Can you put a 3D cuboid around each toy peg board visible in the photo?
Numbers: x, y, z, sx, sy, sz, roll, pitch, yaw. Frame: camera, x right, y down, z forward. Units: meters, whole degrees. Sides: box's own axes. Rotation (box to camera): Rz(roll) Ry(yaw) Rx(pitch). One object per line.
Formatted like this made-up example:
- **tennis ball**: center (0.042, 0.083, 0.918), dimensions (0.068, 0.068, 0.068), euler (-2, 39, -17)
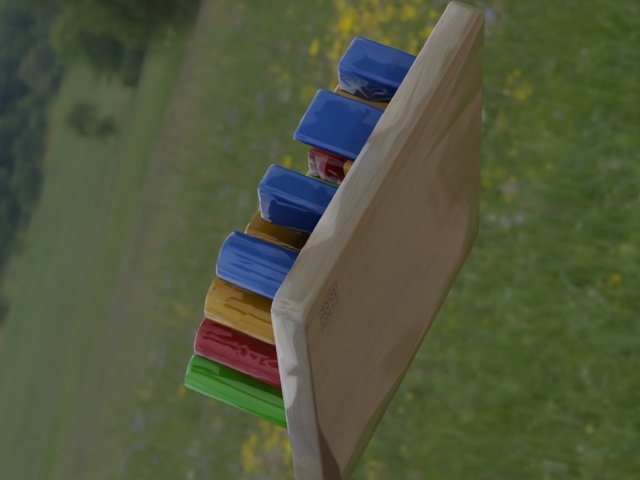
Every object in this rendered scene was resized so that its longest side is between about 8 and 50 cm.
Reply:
- **toy peg board**: center (0.000, 0.000, 0.718), dimensions (0.161, 0.079, 0.160), euler (-60, -20, -29)
